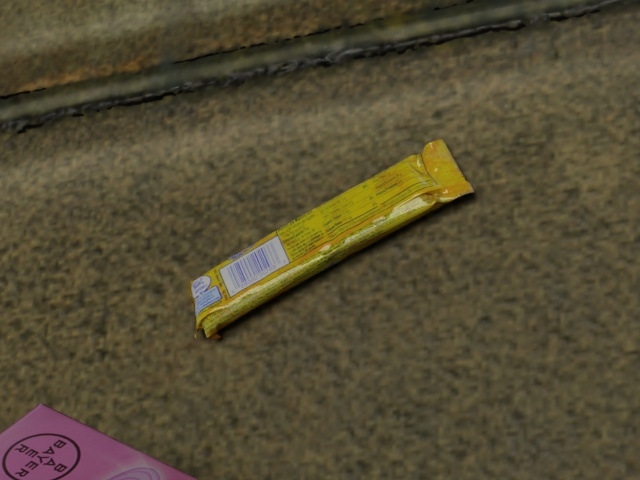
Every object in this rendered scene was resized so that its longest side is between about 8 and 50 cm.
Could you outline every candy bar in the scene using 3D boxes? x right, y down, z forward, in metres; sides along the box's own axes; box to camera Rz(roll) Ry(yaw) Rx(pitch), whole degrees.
[{"bbox_3d":[0.000,0.000,0.864,0.161,0.018,0.040,-30,52,8],"label":"candy bar"}]

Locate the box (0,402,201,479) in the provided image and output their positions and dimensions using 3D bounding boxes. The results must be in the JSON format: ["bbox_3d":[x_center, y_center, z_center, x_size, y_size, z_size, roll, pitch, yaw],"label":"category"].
[{"bbox_3d":[-0.095,0.205,0.683,0.243,0.117,0.213,22,41,31],"label":"box"}]
